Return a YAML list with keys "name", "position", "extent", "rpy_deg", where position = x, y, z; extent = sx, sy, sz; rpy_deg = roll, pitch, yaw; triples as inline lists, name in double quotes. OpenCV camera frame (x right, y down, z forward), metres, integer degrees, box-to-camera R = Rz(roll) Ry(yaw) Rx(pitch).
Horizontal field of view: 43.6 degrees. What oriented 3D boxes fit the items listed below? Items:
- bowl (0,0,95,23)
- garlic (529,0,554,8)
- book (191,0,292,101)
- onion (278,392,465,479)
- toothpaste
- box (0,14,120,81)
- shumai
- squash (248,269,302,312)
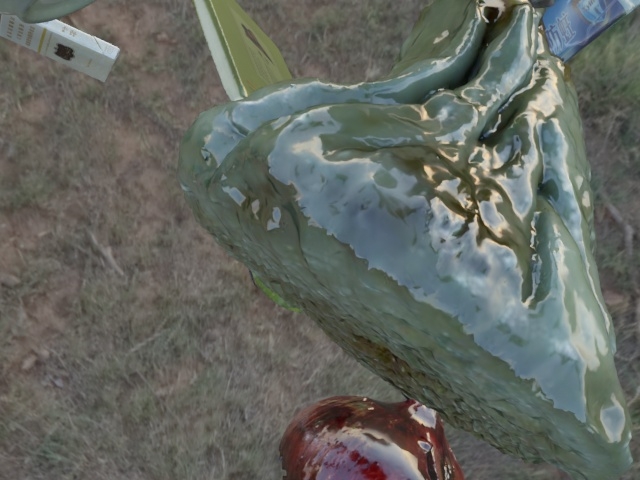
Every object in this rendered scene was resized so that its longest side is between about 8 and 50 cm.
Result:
- name: "bowl"
  position: [-0.267, -0.286, 0.774]
  extent: [0.211, 0.211, 0.112]
  rpy_deg: [-29, 97, -18]
- name: "garlic"
  position: [0.156, -0.203, 0.391]
  extent: [0.256, 0.207, 0.207]
  rpy_deg: [19, 66, -4]
- name: "book"
  position: [-0.088, -0.244, 1.177]
  extent: [0.035, 0.239, 0.352]
  rpy_deg: [-36, 48, 15]
- name: "onion"
  position: [0.093, 0.276, 0.980]
  extent: [0.272, 0.272, 0.195]
  rpy_deg: [36, 95, 8]
- name: "toothpaste"
  position: [0.218, -0.193, 0.952]
  extent: [0.392, 0.061, 0.099]
  rpy_deg: [-42, 116, 3]
- name: "box"
  position: [-0.388, -0.294, 1.185]
  extent: [0.167, 0.090, 0.024]
  rpy_deg: [22, 69, -20]
- name: "shumai"
  position: [0.105, -0.033, 0.515]
  extent: [0.304, 0.309, 0.263]
  rpy_deg: [24, 73, 37]
- name: "squash"
  position: [0.004, -0.007, 0.703]
  extent: [0.105, 0.132, 0.105]
  rpy_deg: [13, 56, -20]
